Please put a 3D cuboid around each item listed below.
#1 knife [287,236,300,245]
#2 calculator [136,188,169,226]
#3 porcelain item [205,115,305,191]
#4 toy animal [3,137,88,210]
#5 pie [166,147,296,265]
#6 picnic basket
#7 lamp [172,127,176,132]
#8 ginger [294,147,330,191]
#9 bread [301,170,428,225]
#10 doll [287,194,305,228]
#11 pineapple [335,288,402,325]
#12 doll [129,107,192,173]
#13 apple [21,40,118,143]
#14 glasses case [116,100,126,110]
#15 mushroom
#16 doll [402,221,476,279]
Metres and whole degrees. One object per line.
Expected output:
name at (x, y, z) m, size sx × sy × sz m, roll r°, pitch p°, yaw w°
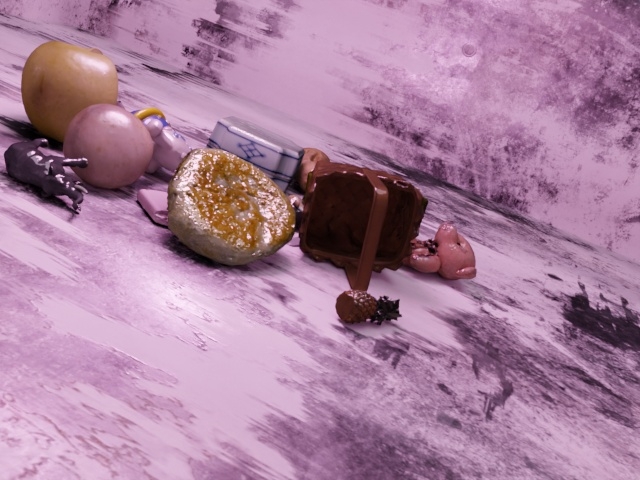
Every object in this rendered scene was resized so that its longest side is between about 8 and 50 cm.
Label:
knife at (-0.001, -0.001, 1.669) m, size 0.244 × 0.032 × 0.058 m, roll -1°, pitch 32°, yaw -41°
calculator at (-0.361, -0.077, 1.468) m, size 0.100 × 0.032 × 0.175 m, roll 7°, pitch 22°, yaw -38°
porcelain item at (-0.207, -0.266, 1.977) m, size 0.286 × 0.157 × 0.281 m, roll 24°, pitch 15°, yaw -3°
toy animal at (-0.565, -0.139, 1.355) m, size 0.269 × 0.082 × 0.137 m, roll 31°, pitch 23°, yaw 19°
pie at (-0.195, -0.075, 1.406) m, size 0.323 × 0.070 × 0.323 m, roll 19°, pitch 45°, yaw -21°
picnic basket at (0.098, -0.045, 1.515) m, size 0.291 × 0.254 × 0.321 m, roll 10°, pitch 19°, yaw -9°
lamp at (-0.533, -0.354, 2.102) m, size 0.054 × 0.041 × 0.121 m, roll 39°, pitch 26°, yaw 25°
ginger at (-0.035, -0.247, 2.184) m, size 0.190 × 0.126 × 0.354 m, roll 22°, pitch 15°, yaw -15°
bread at (0.139, -0.124, 1.925) m, size 0.382 × 0.129 × 0.366 m, roll 11°, pitch 12°, yaw -11°
doll at (-0.098, -0.089, 1.728) m, size 0.179 × 0.102 × 0.089 m, roll 32°, pitch 63°, yaw 21°
pineapple at (0.106, 0.138, 1.300) m, size 0.159 × 0.074 × 0.074 m, roll 10°, pitch 20°, yaw -39°
doll at (-0.456, -0.260, 1.689) m, size 0.242 × 0.159 × 0.311 m, roll 50°, pitch -6°, yaw 9°
apple at (-0.677, -0.396, 1.693) m, size 0.233 × 0.258 × 0.295 m, roll 11°, pitch 17°, yaw -25°
glasses case at (-0.588, -0.353, 1.857) m, size 0.042 × 0.072 × 0.190 m, roll -23°, pitch 4°, yaw -18°
mushroom at (-0.509, -0.215, 1.509) m, size 0.204 × 0.204 × 0.204 m, roll 19°, pitch 18°, yaw -6°
doll at (0.289, 0.012, 1.748) m, size 0.303 × 0.156 × 0.201 m, roll 13°, pitch 20°, yaw -8°
